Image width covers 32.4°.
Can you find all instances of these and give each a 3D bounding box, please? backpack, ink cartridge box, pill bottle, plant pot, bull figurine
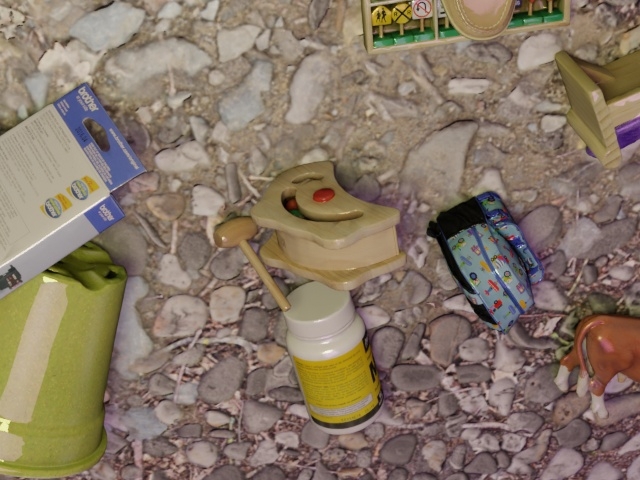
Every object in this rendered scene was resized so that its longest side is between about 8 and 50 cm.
[{"bbox_3d":[0.240,0.036,1.524,0.117,0.173,0.158,-31,120,9],"label":"backpack"},{"bbox_3d":[-0.370,-0.043,1.338,0.311,0.186,0.065,-36,147,-4],"label":"ink cartridge box"},{"bbox_3d":[0.017,0.168,1.595,0.119,0.119,0.208,-16,122,0],"label":"pill bottle"},{"bbox_3d":[-0.376,0.128,1.444,0.276,0.276,0.253,17,104,-19],"label":"plant pot"},{"bbox_3d":[0.517,0.186,1.702,0.310,0.101,0.188,10,120,-16],"label":"bull figurine"}]

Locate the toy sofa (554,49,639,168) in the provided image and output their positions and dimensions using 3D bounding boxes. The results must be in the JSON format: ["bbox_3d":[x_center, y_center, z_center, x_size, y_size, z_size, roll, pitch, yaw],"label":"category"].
[{"bbox_3d":[0.508,-0.215,1.435,0.363,0.150,0.177,-23,120,4],"label":"toy sofa"}]

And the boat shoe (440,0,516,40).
[{"bbox_3d":[0.190,-0.381,1.269,0.109,0.098,0.302,-1,105,-6],"label":"boat shoe"}]

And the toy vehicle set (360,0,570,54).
[{"bbox_3d":[0.181,-0.333,1.375,0.267,0.035,0.166,-9,121,-4],"label":"toy vehicle set"}]

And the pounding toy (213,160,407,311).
[{"bbox_3d":[0.000,0.000,1.462,0.154,0.270,0.154,-37,130,-35],"label":"pounding toy"}]
